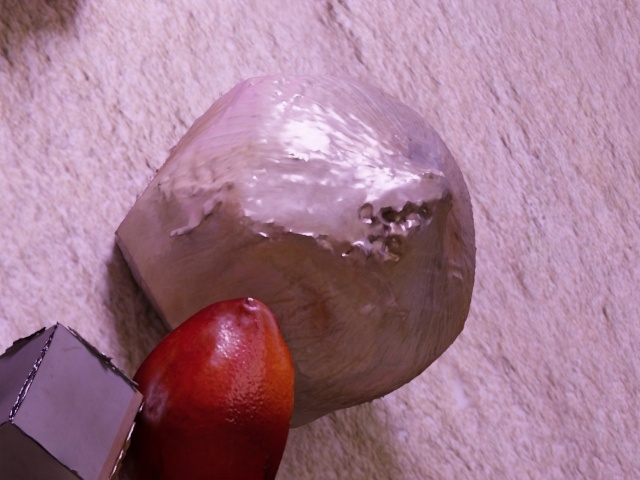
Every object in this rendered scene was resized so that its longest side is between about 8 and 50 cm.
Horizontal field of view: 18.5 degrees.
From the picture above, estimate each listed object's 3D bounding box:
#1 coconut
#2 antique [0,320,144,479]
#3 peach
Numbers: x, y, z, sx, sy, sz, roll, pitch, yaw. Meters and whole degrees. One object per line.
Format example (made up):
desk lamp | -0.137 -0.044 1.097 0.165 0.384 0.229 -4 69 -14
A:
coconut | 0.000 0.000 2.181 0.404 0.404 0.405 28 46 -33
antique | -0.271 0.191 1.917 0.148 0.152 0.147 44 39 -20
peach | -0.115 0.191 1.991 0.158 0.267 0.154 6 35 -31
